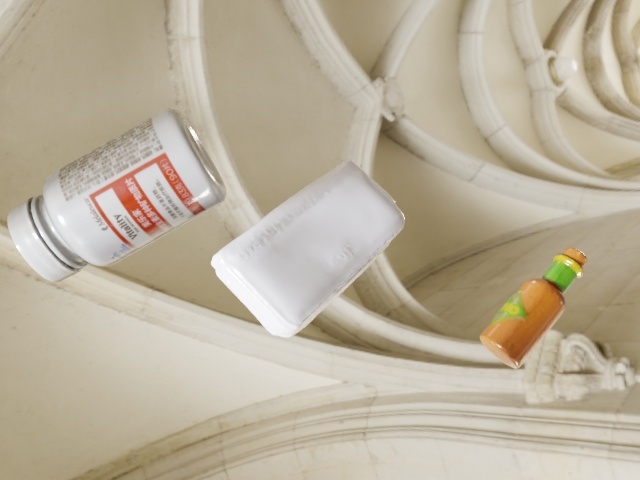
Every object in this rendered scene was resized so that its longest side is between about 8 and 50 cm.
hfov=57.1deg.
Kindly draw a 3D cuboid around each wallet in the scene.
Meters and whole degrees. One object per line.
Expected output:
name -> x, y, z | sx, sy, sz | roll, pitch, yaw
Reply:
wallet -> 0.000, 0.000, 0.516 | 0.095, 0.033, 0.190 | 48, -128, 5

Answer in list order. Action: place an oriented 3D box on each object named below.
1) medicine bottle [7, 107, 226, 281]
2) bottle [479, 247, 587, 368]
medicine bottle -> -0.146, -0.030, 0.427 | 0.140, 0.079, 0.079 | -29, -74, -1
bottle -> 0.304, 0.088, 0.820 | 0.187, 0.069, 0.069 | -47, -64, -10
